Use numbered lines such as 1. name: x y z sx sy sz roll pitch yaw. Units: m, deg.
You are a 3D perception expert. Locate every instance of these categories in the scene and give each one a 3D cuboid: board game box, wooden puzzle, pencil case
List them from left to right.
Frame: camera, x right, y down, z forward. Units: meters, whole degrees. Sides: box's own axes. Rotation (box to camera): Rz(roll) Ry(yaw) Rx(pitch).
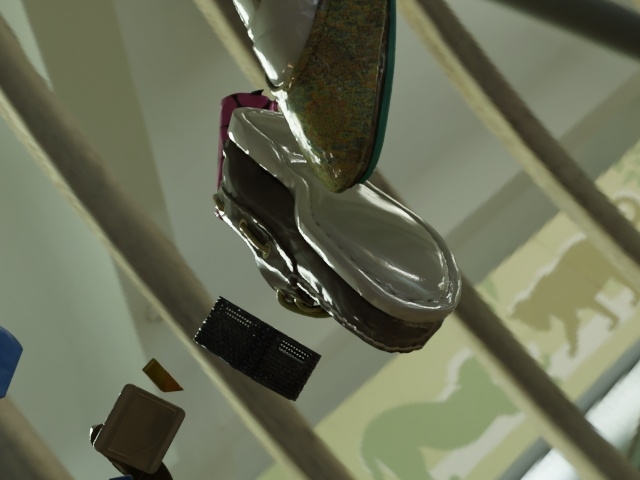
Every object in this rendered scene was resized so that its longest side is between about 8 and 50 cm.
1. board game box: -0.614 0.219 2.039 0.033 0.133 0.168 -51 21 40
2. wooden puzzle: -0.165 0.172 1.049 0.078 0.014 0.116 43 -107 -36
3. pencil case: -0.116 -0.133 1.828 0.095 0.098 0.209 143 131 -77

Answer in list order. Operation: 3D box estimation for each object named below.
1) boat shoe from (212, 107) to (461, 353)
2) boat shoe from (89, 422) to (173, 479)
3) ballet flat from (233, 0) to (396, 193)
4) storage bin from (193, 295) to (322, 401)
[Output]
1. boat shoe: 0.000 0.000 0.877 0.117 0.324 0.096 7 -65 -31
2. boat shoe: -0.274 0.316 1.662 0.056 0.152 0.049 -44 16 -9
3. ballet flat: -0.005 -0.206 0.777 0.123 0.123 0.348 31 -117 -63
4. storage bin: -0.099 0.165 1.759 0.122 0.180 0.084 34 -97 -35
